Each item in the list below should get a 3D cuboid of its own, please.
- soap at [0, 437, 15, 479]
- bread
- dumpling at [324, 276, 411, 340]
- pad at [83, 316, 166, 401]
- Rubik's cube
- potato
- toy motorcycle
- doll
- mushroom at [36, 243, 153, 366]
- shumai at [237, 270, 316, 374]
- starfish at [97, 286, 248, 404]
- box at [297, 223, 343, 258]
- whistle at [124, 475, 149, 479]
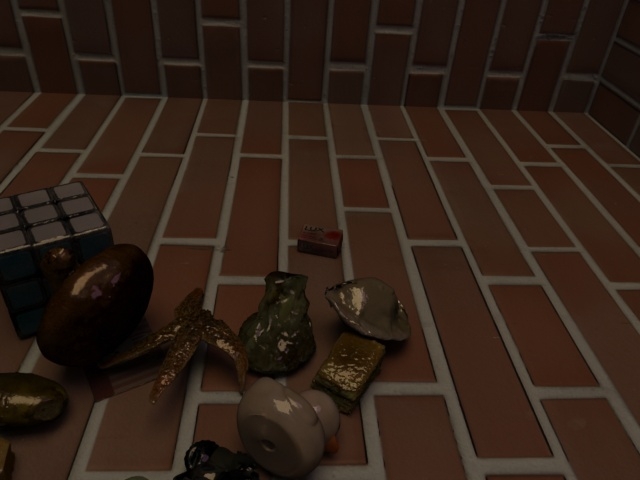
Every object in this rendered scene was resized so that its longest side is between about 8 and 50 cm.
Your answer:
[{"bbox_3d":[-0.770,0.477,1.145,0.232,0.073,0.140,17,39,17],"label":"soap"},{"bbox_3d":[0.075,0.339,1.398,0.138,0.102,0.196,21,40,26],"label":"bread"},{"bbox_3d":[0.134,0.214,1.534,0.293,0.163,0.204,9,58,-39],"label":"dumpling"},{"bbox_3d":[-0.555,0.299,1.470,0.202,0.005,0.300,-17,41,-27],"label":"pad"},{"bbox_3d":[-0.778,0.043,1.550,0.301,0.304,0.304,-19,43,-28],"label":"Rubik's cube"},{"bbox_3d":[-0.719,0.373,1.254,0.252,0.112,0.149,0,14,1],"label":"potato"},{"bbox_3d":[-0.202,0.521,1.109,0.271,0.105,0.159,18,34,30],"label":"toy motorcycle"},{"bbox_3d":[-0.060,0.408,1.219,0.251,0.221,0.221,42,44,4],"label":"doll"},{"bbox_3d":[-0.572,0.171,1.373,0.345,0.345,0.239,-25,55,-34],"label":"mushroom"},{"bbox_3d":[-0.119,0.219,1.463,0.222,0.203,0.271,2,40,-1],"label":"shumai"},{"bbox_3d":[-0.361,0.277,1.427,0.398,0.132,0.384,27,44,33],"label":"starfish"},{"bbox_3d":[0.000,0.000,1.896,0.156,0.059,0.111,10,35,7],"label":"box"},{"bbox_3d":[-0.364,0.563,1.065,0.104,0.057,0.198,-33,40,-15],"label":"whistle"}]
